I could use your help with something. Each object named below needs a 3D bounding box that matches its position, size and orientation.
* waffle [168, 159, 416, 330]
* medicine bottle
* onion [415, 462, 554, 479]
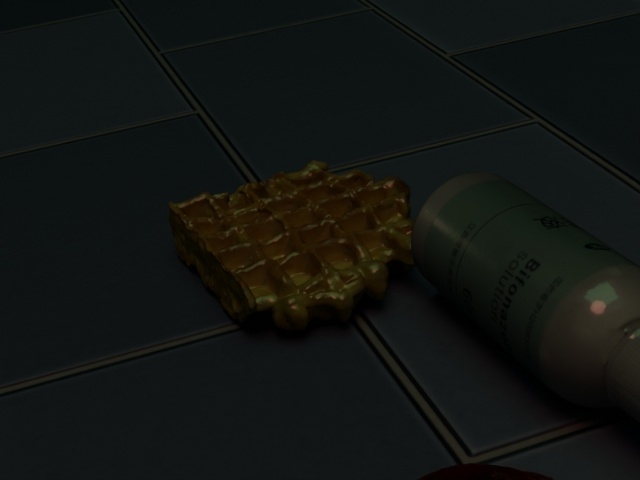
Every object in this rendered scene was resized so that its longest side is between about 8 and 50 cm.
[{"bbox_3d":[0.000,-0.001,1.061,0.219,0.057,0.229,-18,31,-21],"label":"waffle"},{"bbox_3d":[0.193,0.058,0.856,0.110,0.110,0.352,-17,30,-19],"label":"medicine bottle"},{"bbox_3d":[0.081,0.177,0.578,0.159,0.195,0.159,-18,38,15],"label":"onion"}]
